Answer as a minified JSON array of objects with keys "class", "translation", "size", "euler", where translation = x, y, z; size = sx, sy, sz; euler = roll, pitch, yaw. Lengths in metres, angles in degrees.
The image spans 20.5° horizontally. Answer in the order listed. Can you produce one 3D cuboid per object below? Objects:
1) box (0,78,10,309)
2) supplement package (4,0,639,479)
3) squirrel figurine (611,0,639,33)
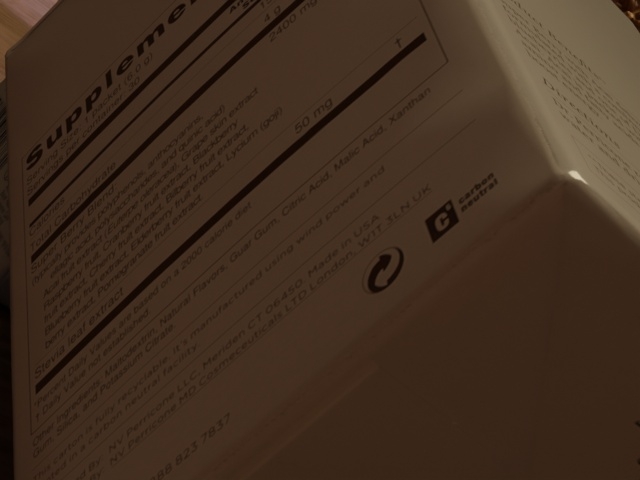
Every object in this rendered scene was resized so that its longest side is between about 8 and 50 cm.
[{"class":"box","translation":[-0.081,0.005,0.748],"size":[0.137,0.072,0.126],"euler":[39,5,-34]},{"class":"supplement package","translation":[0.025,0.005,0.541],"size":[0.177,0.175,0.293],"euler":[38,20,-29]},{"class":"squirrel figurine","translation":[0.135,-0.038,0.911],"size":[0.281,0.397,0.370],"euler":[45,-7,-25]}]
